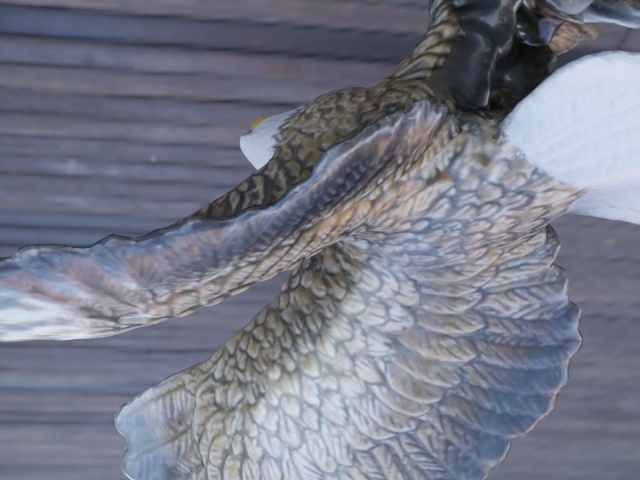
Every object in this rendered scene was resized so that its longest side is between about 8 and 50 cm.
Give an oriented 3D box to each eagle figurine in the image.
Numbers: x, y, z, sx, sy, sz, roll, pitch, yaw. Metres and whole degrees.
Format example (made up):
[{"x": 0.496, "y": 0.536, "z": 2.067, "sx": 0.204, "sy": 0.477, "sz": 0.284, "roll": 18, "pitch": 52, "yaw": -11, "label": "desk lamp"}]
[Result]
[{"x": -0.002, "y": 0.000, "z": 0.580, "sx": 0.226, "sy": 0.298, "sz": 0.225, "roll": 38, "pitch": 175, "yaw": 3, "label": "eagle figurine"}]
